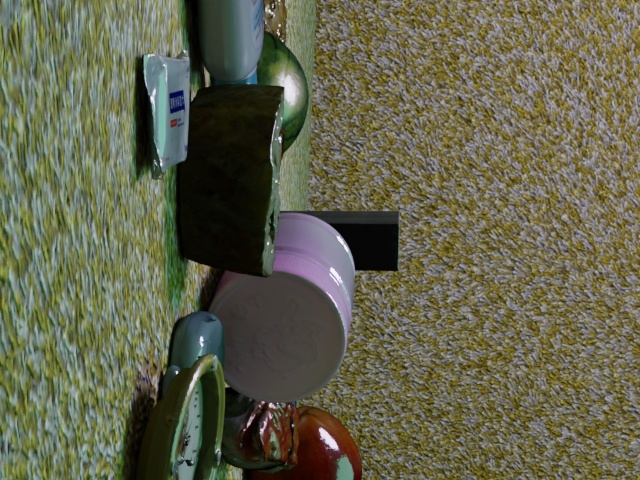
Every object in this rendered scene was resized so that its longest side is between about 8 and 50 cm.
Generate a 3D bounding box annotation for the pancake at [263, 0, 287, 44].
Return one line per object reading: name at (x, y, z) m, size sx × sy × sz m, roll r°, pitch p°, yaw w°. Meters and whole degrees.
pancake at (-0.090, -0.393, 2.023) m, size 0.356 × 0.065 × 0.356 m, roll 2°, pitch 90°, yaw -86°

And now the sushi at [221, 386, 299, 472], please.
sushi at (-0.103, 0.295, 1.901) m, size 0.332 × 0.130 × 0.124 m, roll 62°, pitch 35°, yaw -74°

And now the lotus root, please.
lotus root at (-0.105, -0.068, 1.462) m, size 0.138 × 0.119 × 0.234 m, roll -74°, pitch 168°, yaw -79°

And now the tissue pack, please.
tissue pack at (-0.157, -0.133, 1.257) m, size 0.193 × 0.026 × 0.122 m, roll -73°, pitch 165°, yaw -79°

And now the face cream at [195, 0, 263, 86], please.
face cream at (-0.111, -0.286, 1.498) m, size 0.163 × 0.080 × 0.336 m, roll -86°, pitch 178°, yaw -45°

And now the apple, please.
apple at (-0.032, 0.433, 2.353) m, size 0.234 × 0.234 × 0.234 m, roll 3°, pitch 90°, yaw -87°

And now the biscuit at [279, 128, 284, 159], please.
biscuit at (-0.105, -0.080, 1.618) m, size 0.192 × 0.049 × 0.192 m, roll -55°, pitch 171°, yaw -14°

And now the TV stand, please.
TV stand at (0.000, 0.000, 2.089) m, size 0.083 × 0.270 × 0.088 m, roll -75°, pitch 165°, yaw -72°

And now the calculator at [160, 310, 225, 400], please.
calculator at (-0.152, 0.181, 1.505) m, size 0.299 × 0.041 × 0.185 m, roll -2°, pitch 95°, yaw -86°

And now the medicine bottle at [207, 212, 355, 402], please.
medicine bottle at (-0.053, 0.091, 1.791) m, size 0.316 × 0.202 × 0.202 m, roll -74°, pitch 167°, yaw -74°

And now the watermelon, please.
watermelon at (-0.081, -0.210, 1.750) m, size 0.232 × 0.127 × 0.204 m, roll -94°, pitch -179°, yaw -65°

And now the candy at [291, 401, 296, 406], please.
candy at (-0.094, 0.384, 2.529) m, size 0.187 × 0.077 × 0.331 m, roll -78°, pitch 173°, yaw -61°

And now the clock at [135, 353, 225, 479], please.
clock at (-0.154, 0.233, 1.298) m, size 0.237 × 0.057 × 0.237 m, roll 7°, pitch 90°, yaw -82°
